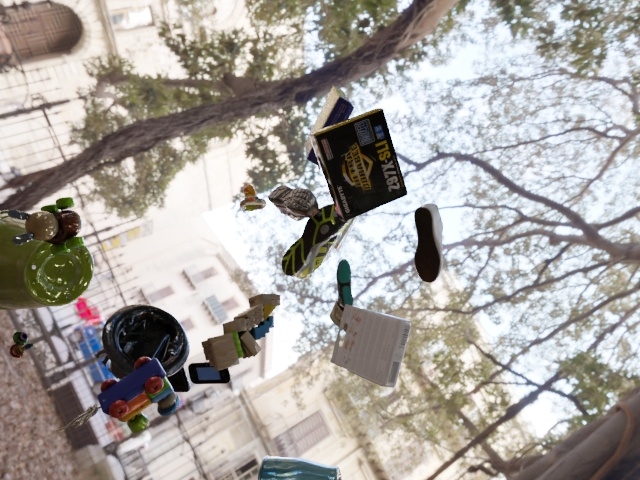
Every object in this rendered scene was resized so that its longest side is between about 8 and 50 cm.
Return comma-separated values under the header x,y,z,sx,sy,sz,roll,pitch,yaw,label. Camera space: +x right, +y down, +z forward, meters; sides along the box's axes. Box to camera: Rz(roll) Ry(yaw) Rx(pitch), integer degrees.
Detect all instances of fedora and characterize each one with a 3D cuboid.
x,y,z,sx,sy,sz,roll,pitch,yaw,label
-0.630,0.383,1.740,0.152,0.334,0.334,-49,-117,25,fedora

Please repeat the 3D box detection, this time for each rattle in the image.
x,y,z,sx,sy,sz,roll,pitch,yaw,label
-0.304,-0.213,2.242,0.199,0.130,0.142,91,11,-75,rattle

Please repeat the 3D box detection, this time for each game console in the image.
x,y,z,sx,sy,sz,roll,pitch,yaw,label
-0.580,0.589,2.240,0.044,0.362,0.213,-60,142,-65,game console

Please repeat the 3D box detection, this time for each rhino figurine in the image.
x,y,z,sx,sy,sz,roll,pitch,yaw,label
-0.796,0.497,1.987,0.243,0.106,0.073,32,-28,28,rhino figurine

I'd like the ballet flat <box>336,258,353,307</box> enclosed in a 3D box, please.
x,y,z,sx,sy,sz,roll,pitch,yaw,label
0.084,0.166,1.897,0.070,0.070,0.188,166,-78,-64,ballet flat

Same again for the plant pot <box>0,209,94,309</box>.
x,y,z,sx,sy,sz,roll,pitch,yaw,label
-0.990,0.087,1.718,0.353,0.366,0.366,6,-59,33,plant pot

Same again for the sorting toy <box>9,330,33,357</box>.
x,y,z,sx,sy,sz,roll,pitch,yaw,label
-1.000,0.347,1.662,0.061,0.042,0.101,46,26,-44,sorting toy

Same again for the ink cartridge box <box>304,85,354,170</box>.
x,y,z,sx,sy,sz,roll,pitch,yaw,label
0.026,-0.490,2.134,0.303,0.072,0.307,-59,-164,22,ink cartridge box

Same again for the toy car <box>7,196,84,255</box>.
x,y,z,sx,sy,sz,roll,pitch,yaw,label
-0.822,-0.038,1.456,0.149,0.188,0.154,-18,-94,27,toy car

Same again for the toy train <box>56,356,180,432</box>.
x,y,z,sx,sy,sz,roll,pitch,yaw,label
-0.459,0.400,1.156,0.105,0.248,0.143,33,-30,49,toy train

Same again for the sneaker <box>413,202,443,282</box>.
x,y,z,sx,sy,sz,roll,pitch,yaw,label
0.404,0.006,1.770,0.106,0.123,0.289,8,-68,34,sneaker

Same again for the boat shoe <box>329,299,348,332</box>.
x,y,z,sx,sy,sz,roll,pitch,yaw,label
0.169,0.380,2.213,0.302,0.109,0.098,36,-53,28,boat shoe

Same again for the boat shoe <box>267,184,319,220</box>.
x,y,z,sx,sy,sz,roll,pitch,yaw,label
-0.098,-0.146,2.075,0.324,0.123,0.119,28,-26,55,boat shoe

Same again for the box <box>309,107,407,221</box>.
x,y,z,sx,sy,sz,roll,pitch,yaw,label
0.135,-0.261,1.707,0.079,0.257,0.321,-143,-148,-68,box

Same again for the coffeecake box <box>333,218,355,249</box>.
x,y,z,sx,sy,sz,roll,pitch,yaw,label
0.095,-0.045,2.240,0.068,0.185,0.142,31,-3,8,coffeecake box

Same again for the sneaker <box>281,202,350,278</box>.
x,y,z,sx,sy,sz,roll,pitch,yaw,label
0.000,0.000,2.039,0.147,0.384,0.145,26,23,-50,sneaker

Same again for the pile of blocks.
x,y,z,sx,sy,sz,roll,pitch,yaw,label
-0.264,0.313,1.685,0.113,0.362,0.148,-24,-78,45,pile of blocks

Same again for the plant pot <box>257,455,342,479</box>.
x,y,z,sx,sy,sz,roll,pitch,yaw,label
-0.056,0.856,1.648,0.272,0.256,0.271,-7,90,-83,plant pot

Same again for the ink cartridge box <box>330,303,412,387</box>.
x,y,z,sx,sy,sz,roll,pitch,yaw,label
0.134,0.284,1.361,0.225,0.056,0.180,6,-101,54,ink cartridge box
